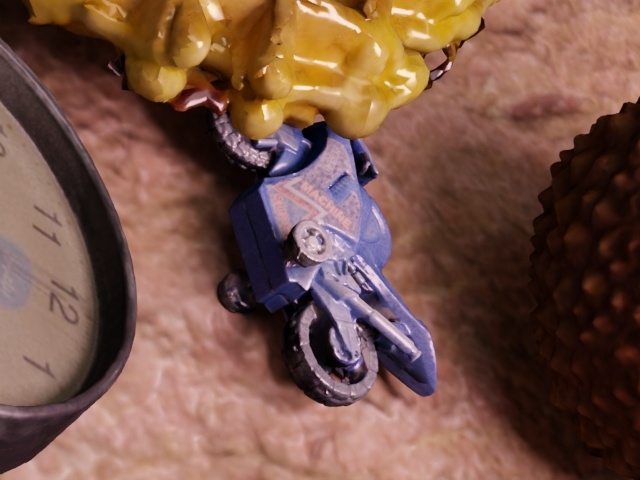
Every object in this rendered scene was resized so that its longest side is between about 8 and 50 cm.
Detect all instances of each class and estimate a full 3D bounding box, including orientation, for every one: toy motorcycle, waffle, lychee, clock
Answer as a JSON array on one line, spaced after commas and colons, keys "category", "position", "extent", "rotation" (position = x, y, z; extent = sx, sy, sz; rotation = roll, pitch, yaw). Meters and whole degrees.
[{"category": "toy motorcycle", "position": [0.000, 0.000, 0.948], "extent": [0.114, 0.076, 0.205], "rotation": [-3, 67, -44]}, {"category": "waffle", "position": [-0.065, -0.227, 0.988], "extent": [0.382, 0.095, 0.379], "rotation": [42, 45, 9]}, {"category": "lychee", "position": [0.252, 0.028, 0.964], "extent": [0.267, 0.267, 0.267], "rotation": [17, 55, -26]}, {"category": "clock", "position": [-0.196, -0.021, 0.757], "extent": [0.280, 0.055, 0.280], "rotation": [42, 27, -27]}]
